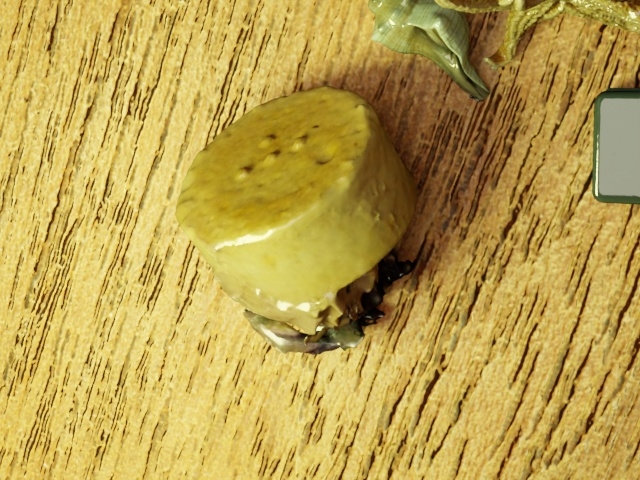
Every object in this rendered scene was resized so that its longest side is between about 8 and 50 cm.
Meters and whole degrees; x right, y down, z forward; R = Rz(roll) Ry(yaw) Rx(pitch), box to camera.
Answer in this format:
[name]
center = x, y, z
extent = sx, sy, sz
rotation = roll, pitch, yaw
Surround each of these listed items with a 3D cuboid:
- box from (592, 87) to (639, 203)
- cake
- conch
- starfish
[box]
center = 0.484, -0.125, 1.768
extent = 0.230, 0.050, 0.160
rotation = 2, 98, 19
[cake]
center = 0.000, -0.006, 1.860
extent = 0.332, 0.332, 0.321
rotation = -16, 129, 20
[conch]
center = 0.153, -0.306, 1.826
extent = 0.234, 0.137, 0.114
rotation = 26, 79, 6
[starfish]
center = 0.308, -0.293, 1.701
extent = 0.375, 0.327, 0.094
rotation = 3, 86, -13
